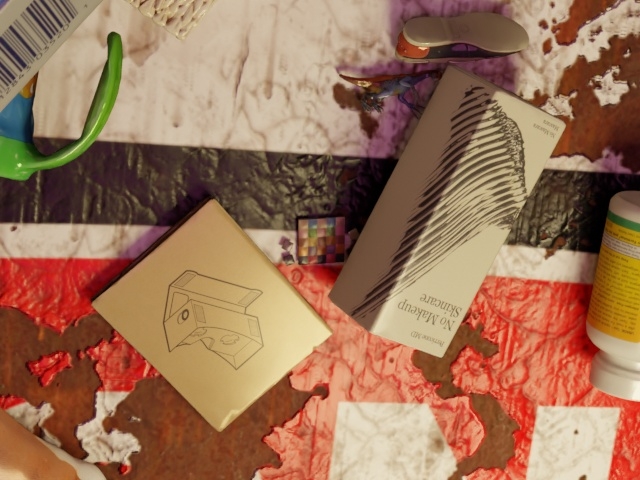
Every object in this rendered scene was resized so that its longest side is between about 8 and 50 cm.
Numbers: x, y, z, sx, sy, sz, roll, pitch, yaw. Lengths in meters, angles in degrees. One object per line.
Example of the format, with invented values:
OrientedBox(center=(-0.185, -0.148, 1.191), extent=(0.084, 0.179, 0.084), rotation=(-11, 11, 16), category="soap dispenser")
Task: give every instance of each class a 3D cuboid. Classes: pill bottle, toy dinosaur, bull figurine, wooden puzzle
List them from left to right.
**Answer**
OrientedBox(center=(-0.329, 0.249, 1.601), extent=(0.188, 0.101, 0.310), rotation=(-43, 112, 3), category="bull figurine")
OrientedBox(center=(0.000, 0.000, 1.662), extent=(0.083, 0.006, 0.049), rotation=(-3, 107, -13), category="wooden puzzle")
OrientedBox(center=(0.080, -0.159, 1.620), extent=(0.082, 0.047, 0.090), rotation=(-43, 101, -19), category="toy dinosaur")
OrientedBox(center=(0.348, 0.060, 1.710), extent=(0.117, 0.117, 0.208), rotation=(4, 105, -15), category="pill bottle")

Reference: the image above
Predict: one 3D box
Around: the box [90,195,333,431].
OrientedBox(center=(-0.110, 0.078, 1.650), extent=(0.164, 0.021, 0.201), rotation=(-41, 112, 0), category="box")

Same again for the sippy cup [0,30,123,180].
OrientedBox(center=(-0.342, -0.190, 1.415), extent=(0.305, 0.240, 0.224), rotation=(15, 91, -35), category="sippy cup")

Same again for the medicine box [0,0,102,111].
OrientedBox(center=(-0.338, -0.236, 1.246), extent=(0.289, 0.149, 0.263), rotation=(40, 85, 11), category="medicine box")

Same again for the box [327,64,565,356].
OrientedBox(center=(0.127, -0.029, 1.627), extent=(0.113, 0.094, 0.275), rotation=(19, 101, -36), category="box")

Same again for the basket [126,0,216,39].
OrientedBox(center=(-0.129, -0.281, 1.491), extent=(0.103, 0.113, 0.167), rotation=(39, 94, -25), category="basket")

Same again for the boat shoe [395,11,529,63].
OrientedBox(center=(0.143, -0.200, 1.622), extent=(0.137, 0.049, 0.043), rotation=(-3, 149, -16), category="boat shoe")
